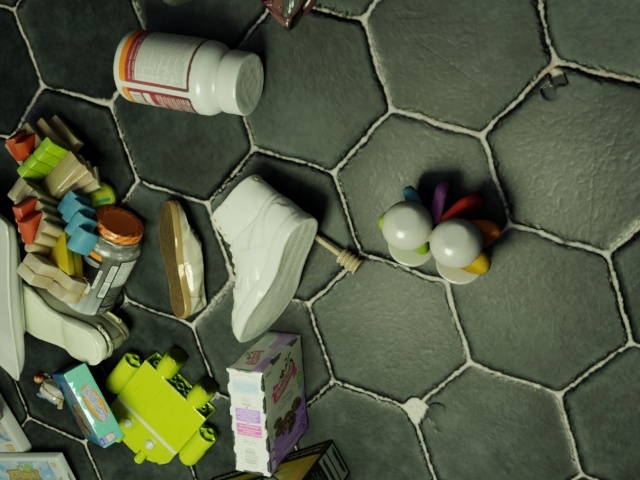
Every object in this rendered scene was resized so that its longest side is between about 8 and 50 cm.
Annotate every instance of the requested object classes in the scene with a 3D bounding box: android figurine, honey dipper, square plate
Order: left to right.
[{"bbox_3d":[-0.677,0.055,1.604,0.344,0.049,0.347,28,123,36],"label":"square plate"},{"bbox_3d":[-0.319,0.338,1.597,0.248,0.056,0.273,44,117,5],"label":"android figurine"},{"bbox_3d":[0.000,0.000,1.359,0.161,0.030,0.030,35,117,14],"label":"honey dipper"}]

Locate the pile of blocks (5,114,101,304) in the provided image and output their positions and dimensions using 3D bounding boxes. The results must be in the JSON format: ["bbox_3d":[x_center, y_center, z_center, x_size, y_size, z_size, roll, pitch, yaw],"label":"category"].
[{"bbox_3d":[-0.472,-0.071,1.403,0.149,0.113,0.362,-24,69,16],"label":"pile of blocks"}]

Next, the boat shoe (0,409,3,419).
[{"bbox_3d":[-0.819,0.395,1.736,0.325,0.123,0.116,-20,106,27],"label":"boat shoe"}]

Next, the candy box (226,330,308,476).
[{"bbox_3d":[-0.089,0.281,1.412,0.070,0.165,0.196,4,109,22],"label":"candy box"}]

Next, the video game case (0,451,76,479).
[{"bbox_3d":[-0.624,0.555,1.800,0.213,0.023,0.193,-8,114,25],"label":"video game case"}]

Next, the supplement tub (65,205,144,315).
[{"bbox_3d":[-0.405,0.036,1.498,0.117,0.117,0.190,36,117,9],"label":"supplement tub"}]

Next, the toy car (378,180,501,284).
[{"bbox_3d":[0.182,-0.023,1.218,0.182,0.159,0.136,21,80,17],"label":"toy car"}]

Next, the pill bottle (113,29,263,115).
[{"bbox_3d":[-0.212,-0.269,1.308,0.221,0.121,0.121,13,112,19],"label":"pill bottle"}]

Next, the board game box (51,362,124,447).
[{"bbox_3d":[-0.464,0.322,1.594,0.160,0.047,0.210,64,154,-4],"label":"board game box"}]

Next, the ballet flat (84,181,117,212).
[{"bbox_3d":[-0.494,-0.081,1.520,0.231,0.077,0.077,3,109,23],"label":"ballet flat"}]

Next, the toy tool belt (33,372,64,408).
[{"bbox_3d":[-0.576,0.321,1.705,0.083,0.052,0.051,23,106,16],"label":"toy tool belt"}]

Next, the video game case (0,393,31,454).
[{"bbox_3d":[-0.839,0.359,1.814,0.300,0.036,0.328,-13,111,27],"label":"video game case"}]

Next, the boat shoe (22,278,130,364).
[{"bbox_3d":[-0.509,0.144,1.592,0.305,0.091,0.109,24,126,26],"label":"boat shoe"}]

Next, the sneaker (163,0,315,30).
[{"bbox_3d":[-0.112,-0.383,1.238,0.282,0.106,0.162,-20,101,27],"label":"sneaker"}]

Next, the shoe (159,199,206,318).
[{"bbox_3d":[-0.248,0.031,1.467,0.077,0.058,0.218,12,110,54],"label":"shoe"}]

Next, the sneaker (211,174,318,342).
[{"bbox_3d":[-0.119,0.026,1.390,0.169,0.108,0.292,42,126,25],"label":"sneaker"}]

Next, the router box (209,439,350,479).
[{"bbox_3d":[-0.128,0.490,1.455,0.309,0.243,0.081,-26,96,28],"label":"router box"}]
